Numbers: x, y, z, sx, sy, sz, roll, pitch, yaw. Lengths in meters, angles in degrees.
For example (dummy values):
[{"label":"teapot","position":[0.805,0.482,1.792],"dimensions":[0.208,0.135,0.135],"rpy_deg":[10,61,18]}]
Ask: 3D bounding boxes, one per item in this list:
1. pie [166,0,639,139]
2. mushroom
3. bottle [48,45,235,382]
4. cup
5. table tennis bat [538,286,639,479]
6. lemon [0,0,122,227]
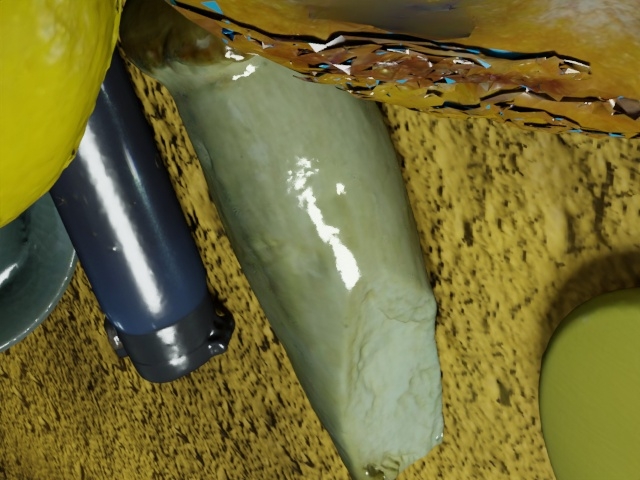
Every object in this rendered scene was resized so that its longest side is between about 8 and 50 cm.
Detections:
[{"label":"pie","position":[0.071,-0.087,0.442],"dimensions":[0.273,0.069,0.273],"rpy_deg":[10,159,4]},{"label":"mushroom","position":[0.002,0.001,0.769],"dimensions":[0.107,0.087,0.333],"rpy_deg":[24,144,52]},{"label":"bottle","position":[-0.127,-0.022,0.954],"dimensions":[0.082,0.072,0.244],"rpy_deg":[-12,119,16]},{"label":"cup","position":[-0.284,-0.025,1.121],"dimensions":[0.150,0.199,0.199],"rpy_deg":[39,154,63]},{"label":"table tennis bat","position":[0.224,0.159,0.635],"dimensions":[0.368,0.054,0.224],"rpy_deg":[43,150,30]},{"label":"lemon","position":[-0.225,-0.127,0.666],"dimensions":[0.297,0.297,0.297],"rpy_deg":[38,149,29]}]
